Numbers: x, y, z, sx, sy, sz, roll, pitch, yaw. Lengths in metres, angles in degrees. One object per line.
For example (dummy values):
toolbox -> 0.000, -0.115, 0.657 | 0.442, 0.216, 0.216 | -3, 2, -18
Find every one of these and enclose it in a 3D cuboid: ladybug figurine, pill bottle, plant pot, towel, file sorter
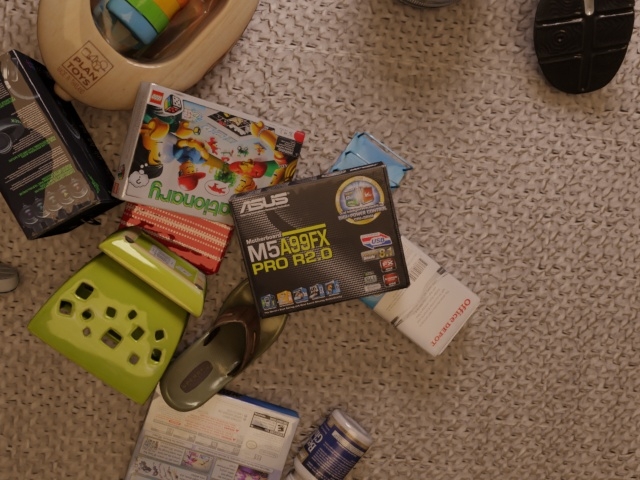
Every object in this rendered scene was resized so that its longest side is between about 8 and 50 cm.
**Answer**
ladybug figurine -> -0.288, -0.409, 1.325 | 0.449, 0.162, 0.305 | -46, 118, -7
pill bottle -> 0.010, 0.402, 1.448 | 0.094, 0.094, 0.169 | 40, 89, -6
plant pot -> -0.318, 0.106, 1.331 | 0.227, 0.228, 0.207 | 37, 93, -9
towel -> -0.235, -0.093, 1.434 | 0.198, 0.031, 0.275 | 21, 91, -6
file sorter -> 0.070, -0.096, 1.423 | 0.118, 0.104, 0.170 | 36, 90, -5

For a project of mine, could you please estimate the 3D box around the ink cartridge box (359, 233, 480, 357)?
ink cartridge box -> 0.173, 0.100, 1.452 | 0.190, 0.082, 0.140 | 39, 90, -7

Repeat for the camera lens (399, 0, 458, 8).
camera lens -> 0.204, -0.519, 1.326 | 0.219, 0.274, 0.220 | 0, 93, -5

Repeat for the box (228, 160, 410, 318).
box -> 0.000, 0.000, 1.344 | 0.269, 0.060, 0.217 | -12, 103, 2

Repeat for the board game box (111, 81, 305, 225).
board game box -> -0.184, -0.133, 1.351 | 0.305, 0.053, 0.193 | 12, 96, -35

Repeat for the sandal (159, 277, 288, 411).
sandal -> -0.156, 0.181, 1.401 | 0.120, 0.086, 0.303 | 42, 67, -5

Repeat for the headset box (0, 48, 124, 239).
headset box -> -0.454, -0.140, 1.305 | 0.131, 0.246, 0.283 | -29, 94, -2

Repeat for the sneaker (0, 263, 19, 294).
sneaker -> -0.656, 0.095, 1.390 | 0.257, 0.094, 0.091 | -3, 111, 0

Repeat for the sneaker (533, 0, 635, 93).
sneaker -> 0.456, -0.502, 1.403 | 0.169, 0.258, 0.448 | -5, 129, 19

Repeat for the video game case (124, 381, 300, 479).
video game case -> -0.202, 0.395, 1.446 | 0.269, 0.061, 0.245 | 19, 90, -5
